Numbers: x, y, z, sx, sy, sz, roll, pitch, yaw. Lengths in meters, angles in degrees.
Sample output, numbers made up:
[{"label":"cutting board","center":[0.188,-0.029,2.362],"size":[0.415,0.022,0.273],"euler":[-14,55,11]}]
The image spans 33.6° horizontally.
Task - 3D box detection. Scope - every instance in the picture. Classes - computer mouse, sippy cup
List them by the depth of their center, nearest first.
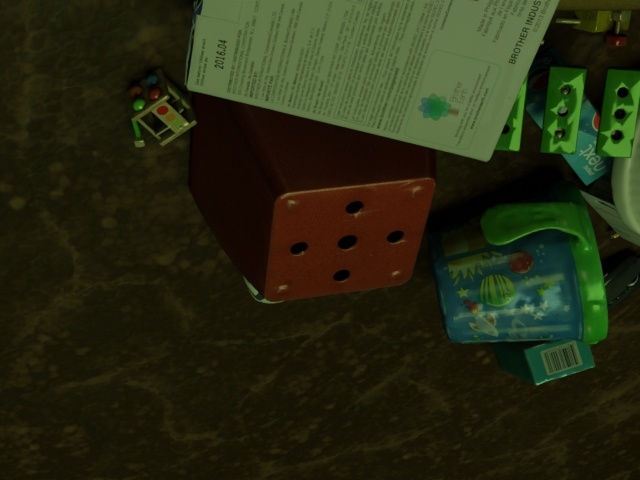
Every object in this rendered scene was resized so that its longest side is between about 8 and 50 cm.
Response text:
[{"label":"sippy cup","center":[0.276,0.049,1.529],"size":[0.224,0.240,0.306],"euler":[-11,117,5]},{"label":"computer mouse","center":[0.481,0.053,1.728],"size":[0.262,0.060,0.184],"euler":[-25,141,6]}]

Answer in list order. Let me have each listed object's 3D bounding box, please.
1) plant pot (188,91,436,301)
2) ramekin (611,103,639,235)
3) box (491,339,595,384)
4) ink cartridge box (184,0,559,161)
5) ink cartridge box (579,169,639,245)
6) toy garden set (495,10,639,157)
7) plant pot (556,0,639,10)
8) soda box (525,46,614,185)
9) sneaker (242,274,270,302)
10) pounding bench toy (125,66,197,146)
[{"label":"plant pot","center":[0.000,-0.080,1.237],"size":[0.267,0.236,0.267],"euler":[-7,140,-15]},{"label":"ramekin","center":[0.529,-0.112,1.419],"size":[0.272,0.127,0.273],"euler":[-17,121,-31]},{"label":"box","center":[0.354,0.180,1.715],"size":[0.100,0.060,0.244],"euler":[-17,179,-3]},{"label":"ink cartridge box","center":[0.021,-0.261,1.043],"size":[0.395,0.151,0.270],"euler":[12,135,-5]},{"label":"ink cartridge box","center":[0.464,-0.046,1.560],"size":[0.181,0.104,0.062],"euler":[34,89,-45]},{"label":"toy garden set","center":[0.264,-0.211,1.286],"size":[0.244,0.049,0.204],"euler":[5,111,7]},{"label":"plant pot","center":[0.341,-0.338,1.109],"size":[0.254,0.237,0.237],"euler":[-16,143,17]},{"label":"soda box","center":[0.333,-0.162,1.411],"size":[0.071,0.067,0.210],"euler":[-34,140,17]},{"label":"sneaker","center":[0.000,0.000,1.440],"size":[0.235,0.094,0.153],"euler":[-10,150,4]},{"label":"pounding bench toy","center":[-0.198,-0.148,1.220],"size":[0.083,0.052,0.065],"euler":[-32,139,15]}]
